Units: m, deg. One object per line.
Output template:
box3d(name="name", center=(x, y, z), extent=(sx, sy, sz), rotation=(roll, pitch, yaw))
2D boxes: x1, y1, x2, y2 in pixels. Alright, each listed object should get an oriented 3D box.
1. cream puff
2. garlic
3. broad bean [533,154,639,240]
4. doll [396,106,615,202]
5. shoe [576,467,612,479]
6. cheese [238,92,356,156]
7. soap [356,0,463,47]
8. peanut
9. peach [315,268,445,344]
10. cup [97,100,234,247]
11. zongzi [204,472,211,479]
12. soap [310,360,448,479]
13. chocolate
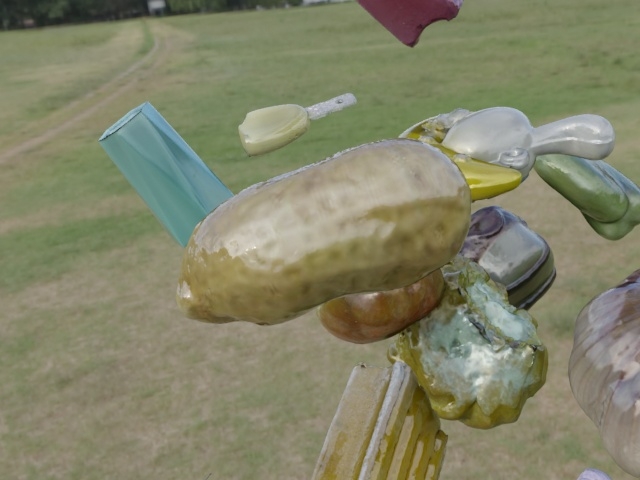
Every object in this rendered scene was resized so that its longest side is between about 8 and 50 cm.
box3d(name="cream puff", center=(0.284, 0.211, 1.618), extent=(0.274, 0.323, 0.270), rotation=(-45, -13, 11))
box3d(name="garlic", center=(0.453, 0.147, 0.995), extent=(0.322, 0.241, 0.322), rotation=(-39, 10, 8))
box3d(name="broad bean", center=(0.442, -0.094, 1.352), extent=(0.228, 0.100, 0.169), rotation=(31, 23, -31))
box3d(name="doll", center=(0.191, -0.103, 1.014), extent=(0.252, 0.111, 0.237), rotation=(-21, 20, -18))
box3d(name="shoe", center=(0.466, 0.533, 1.469), extent=(0.138, 0.244, 0.095), rotation=(12, -11, -41))
box3d(name="cheese", center=(-0.048, -0.250, 1.682), extent=(0.256, 0.050, 0.127), rotation=(-22, 40, -10))
box3d(name="soap", center=(0.159, -0.524, 1.391), extent=(0.128, 0.233, 0.359), rotation=(-32, 25, 46))
box3d(name="peanut", center=(0.000, 0.000, 0.673), extent=(0.253, 0.122, 0.137), rotation=(-20, -18, -9))
box3d(name="peach", center=(0.106, 0.080, 1.455), extent=(0.236, 0.214, 0.214), rotation=(-6, 16, -7))
box3d(name="cup", center=(-0.275, -0.116, 1.438), extent=(0.134, 0.235, 0.148), rotation=(-19, 30, 42))
box3d(name="zongzi", center=(-0.119, 0.489, 1.517), extent=(0.184, 0.187, 0.084), rotation=(-32, 21, -8))
box3d(name="soap", center=(0.051, 0.270, 0.833), extent=(0.080, 0.160, 0.257), rotation=(-4, 42, 30))
box3d(name="chocolate", center=(0.391, 0.079, 1.818), extent=(0.284, 0.283, 0.186), rotation=(-16, 46, -27))
